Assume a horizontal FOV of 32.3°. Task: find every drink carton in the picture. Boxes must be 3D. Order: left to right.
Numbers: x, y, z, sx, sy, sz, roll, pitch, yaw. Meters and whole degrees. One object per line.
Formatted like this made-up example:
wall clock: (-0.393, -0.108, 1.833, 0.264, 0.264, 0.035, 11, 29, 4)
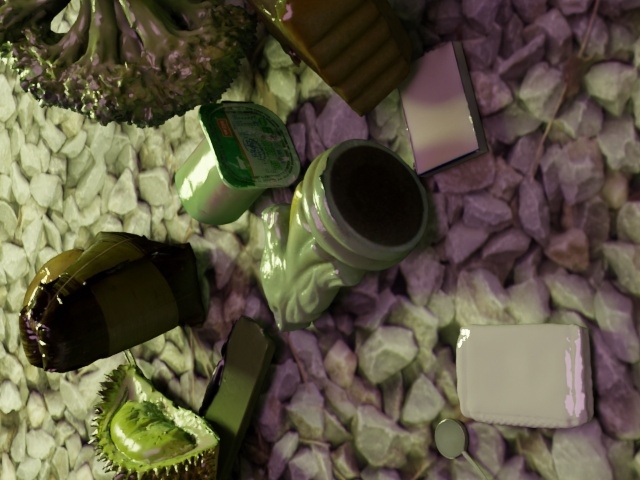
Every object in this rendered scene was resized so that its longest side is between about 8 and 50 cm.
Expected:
drink carton: (-0.130, -0.104, 1.612, 0.142, 0.144, 0.146, -45, 59, 44)

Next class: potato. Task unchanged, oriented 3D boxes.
potato: (-0.446, 0.096, 1.910, 0.137, 0.137, 0.176, 24, 104, 41)

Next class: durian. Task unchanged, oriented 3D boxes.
durian: (-0.254, 0.317, 1.727, 0.169, 0.158, 0.352, -51, 36, -8)

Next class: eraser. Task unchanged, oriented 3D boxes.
eraser: (0.151, -0.167, 1.413, 0.103, 0.023, 0.150, -23, 74, 41)

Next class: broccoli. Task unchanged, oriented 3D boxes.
broccoli: (-0.240, -0.326, 1.457, 0.397, 0.353, 0.275, -59, 36, 30)

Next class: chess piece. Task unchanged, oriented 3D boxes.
chess piece: (0.000, 0.000, 1.488, 0.298, 0.175, 0.176, -40, 62, 50)

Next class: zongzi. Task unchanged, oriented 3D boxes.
zongzi: (-0.380, 0.077, 1.745, 0.317, 0.289, 0.154, 20, 121, 46)

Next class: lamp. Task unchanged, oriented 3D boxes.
lamp: (0.194, 0.298, 1.351, 0.198, 0.056, 0.050, 50, 124, 36)

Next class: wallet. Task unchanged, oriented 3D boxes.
wallet: (0.242, 0.160, 1.319, 0.183, 0.032, 0.124, -6, 85, 45)

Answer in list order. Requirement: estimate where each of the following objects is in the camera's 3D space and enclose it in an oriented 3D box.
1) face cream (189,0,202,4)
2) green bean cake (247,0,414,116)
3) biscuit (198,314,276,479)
face cream: (-0.277, -0.327, 1.717, 0.175, 0.175, 0.195, 23, 107, 41)
green bean cake: (-0.005, -0.298, 1.414, 0.124, 0.233, 0.236, -42, 48, 1)
biscuit: (-0.141, 0.262, 1.674, 0.099, 0.038, 0.323, 38, 114, 42)
